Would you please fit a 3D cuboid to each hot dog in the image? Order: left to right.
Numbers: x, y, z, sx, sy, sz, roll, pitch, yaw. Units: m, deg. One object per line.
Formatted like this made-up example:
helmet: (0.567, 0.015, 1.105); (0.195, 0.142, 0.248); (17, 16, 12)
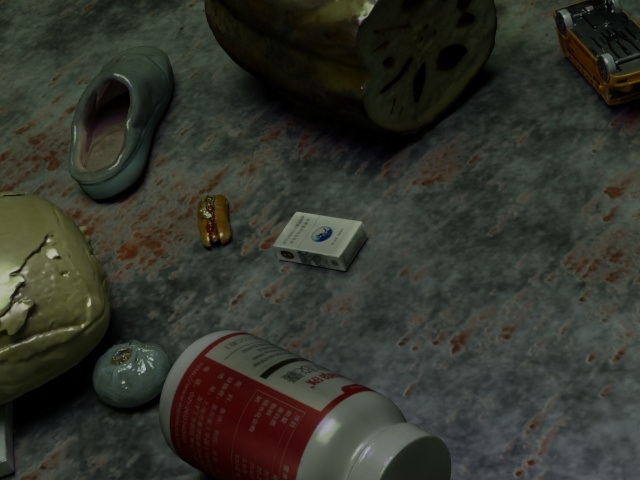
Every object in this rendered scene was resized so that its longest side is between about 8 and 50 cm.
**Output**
hot dog: (-0.115, -0.025, 1.706); (0.037, 0.021, 0.083); (-18, 41, 2)

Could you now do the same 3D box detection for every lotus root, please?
lotus root: (0.009, -0.273, 1.763); (0.346, 0.250, 0.250); (29, 60, 35)

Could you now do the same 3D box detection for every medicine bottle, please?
medicine bottle: (-0.016, 0.171, 1.360); (0.250, 0.131, 0.131); (21, 55, 39)

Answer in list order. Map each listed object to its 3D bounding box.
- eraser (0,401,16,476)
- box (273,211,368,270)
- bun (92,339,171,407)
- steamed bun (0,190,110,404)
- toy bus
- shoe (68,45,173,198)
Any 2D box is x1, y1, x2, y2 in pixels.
eraser: (-0.373, 0.209, 1.554); (0.150, 0.023, 0.104); (-19, 39, 3)
box: (0.000, 0.000, 1.627); (0.083, 0.024, 0.054); (9, 47, 32)
bun: (-0.186, 0.127, 1.548); (0.083, 0.045, 0.083); (-12, 36, 9)
steamed bun: (-0.340, 0.040, 1.602); (0.232, 0.166, 0.273); (-26, 31, -6)
toy bus: (0.307, -0.197, 1.677); (0.069, 0.074, 0.162); (-18, 37, -7)
shoe: (-0.239, -0.160, 1.850); (0.103, 0.100, 0.251); (-9, 44, 15)
